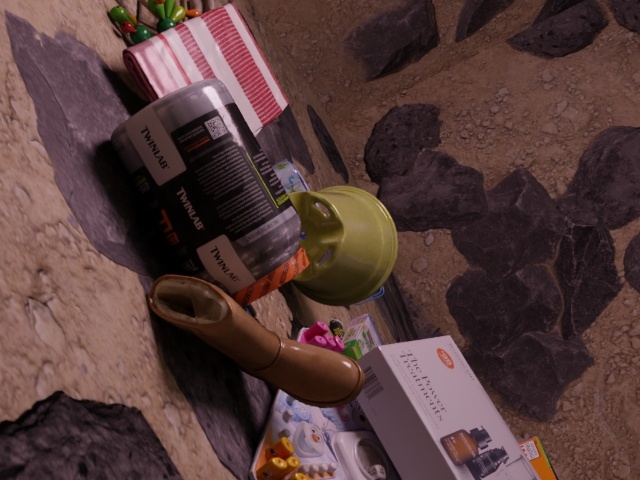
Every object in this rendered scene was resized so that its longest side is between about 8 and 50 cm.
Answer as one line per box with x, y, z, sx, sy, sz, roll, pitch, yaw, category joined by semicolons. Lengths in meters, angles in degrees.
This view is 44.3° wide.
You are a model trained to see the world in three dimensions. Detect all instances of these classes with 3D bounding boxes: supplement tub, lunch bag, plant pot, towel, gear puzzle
-0.157;-0.065;1.182;0.316;0.194;0.193;60;11;-6;supplement tub
-0.061;-0.096;2.009;0.219;0.090;0.176;61;-1;-16;lunch bag
0.000;0.000;1.667;0.276;0.276;0.254;67;16;13;plant pot
-0.196;-0.286;1.431;0.237;0.037;0.329;61;38;-15;towel
-0.112;0.108;1.474;0.175;0.044;0.339;60;8;-14;gear puzzle

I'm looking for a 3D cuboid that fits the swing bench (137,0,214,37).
-0.334;-0.556;1.606;0.253;0.165;0.254;-104;170;-50;swing bench

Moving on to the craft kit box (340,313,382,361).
0.129;0.339;1.969;0.246;0.061;0.249;-51;118;-74;craft kit box

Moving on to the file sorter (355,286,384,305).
0.111;0.121;2.326;0.170;0.118;0.104;36;33;-69;file sorter

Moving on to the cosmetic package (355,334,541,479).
0.232;0.352;1.363;0.284;0.097;0.377;5;49;-58;cosmetic package

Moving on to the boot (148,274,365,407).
-0.083;0.148;1.106;0.269;0.236;0.089;53;50;-57;boot

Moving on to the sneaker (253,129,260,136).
-0.218;-0.338;1.917;0.095;0.090;0.235;24;36;-55;sneaker

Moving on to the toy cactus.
-0.282;-0.376;1.478;0.219;0.112;0.180;2;96;-38;toy cactus

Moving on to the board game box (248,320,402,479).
0.085;0.360;1.287;0.390;0.050;0.390;43;27;-11;board game box

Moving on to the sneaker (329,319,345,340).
0.049;0.234;1.979;0.083;0.031;0.035;59;12;-28;sneaker

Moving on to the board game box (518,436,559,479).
0.434;0.745;1.780;0.356;0.356;0.356;59;11;-26;board game box
